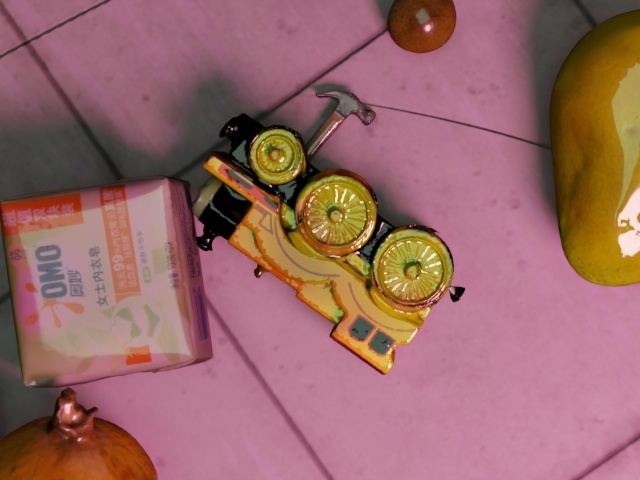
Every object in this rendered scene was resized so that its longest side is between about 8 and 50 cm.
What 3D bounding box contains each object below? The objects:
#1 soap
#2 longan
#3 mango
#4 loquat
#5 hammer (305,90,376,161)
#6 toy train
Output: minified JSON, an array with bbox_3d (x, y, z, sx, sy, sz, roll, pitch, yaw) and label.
[{"bbox_3d":[-0.216,0.043,1.557,0.182,0.138,0.199,-9,89,4],"label":"soap"},{"bbox_3d":[0.101,-0.233,1.588,0.075,0.075,0.083,-53,46,1],"label":"longan"},{"bbox_3d":[0.324,-0.093,1.528,0.185,0.149,0.273,-4,94,-4],"label":"mango"},{"bbox_3d":[-0.253,0.259,1.508,0.213,0.213,0.246,10,115,3],"label":"loquat"},{"bbox_3d":[-0.023,-0.084,1.611,0.062,0.017,0.182,42,92,4],"label":"hammer"},{"bbox_3d":[0.000,0.000,1.556,0.296,0.100,0.160,37,96,0],"label":"toy train"}]
